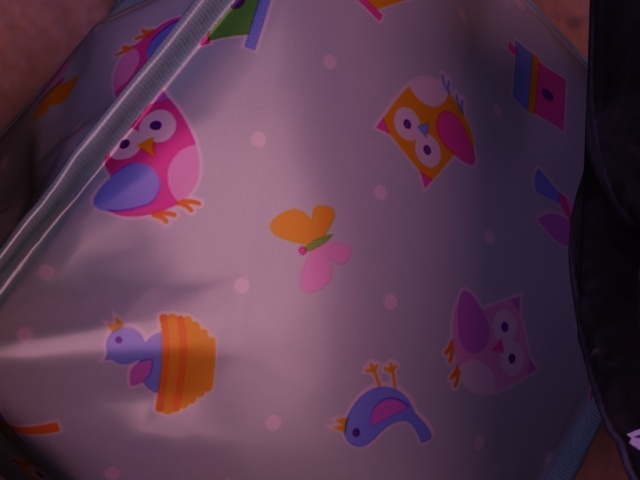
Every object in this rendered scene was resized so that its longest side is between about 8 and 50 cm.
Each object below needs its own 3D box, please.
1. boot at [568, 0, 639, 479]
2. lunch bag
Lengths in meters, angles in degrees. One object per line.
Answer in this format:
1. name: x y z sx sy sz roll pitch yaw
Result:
1. boot: 0.228 0.089 0.565 0.445 0.146 0.367 16 58 -66
2. lunch bag: 0.000 0.000 0.557 0.223 0.160 0.262 43 69 -18
